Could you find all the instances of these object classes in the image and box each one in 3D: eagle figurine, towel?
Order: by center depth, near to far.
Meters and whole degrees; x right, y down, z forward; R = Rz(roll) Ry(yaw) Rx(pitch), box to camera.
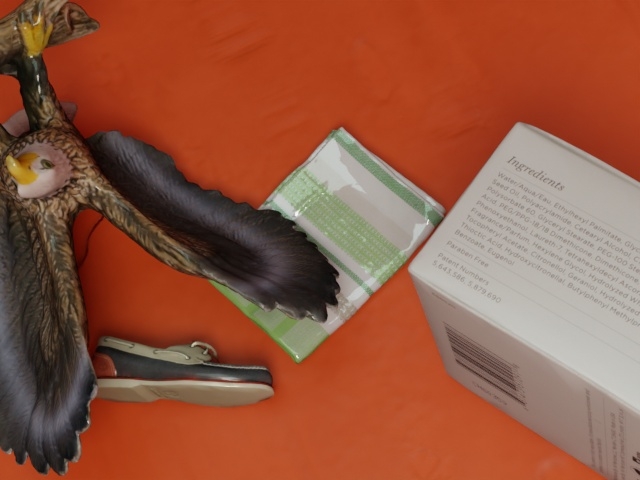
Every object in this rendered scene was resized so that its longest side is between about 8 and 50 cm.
[{"bbox_3d":[-0.162,-0.017,0.926,0.226,0.225,0.298,-34,87,33],"label":"eagle figurine"},{"bbox_3d":[0.000,0.000,0.980,0.152,0.023,0.113,-45,63,-10],"label":"towel"}]

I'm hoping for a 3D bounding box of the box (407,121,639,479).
[{"bbox_3d":[0.167,0.051,0.827,0.182,0.181,0.119,32,76,24],"label":"box"}]

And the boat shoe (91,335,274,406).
[{"bbox_3d":[-0.096,0.089,0.948,0.137,0.049,0.043,0,63,18],"label":"boat shoe"}]
